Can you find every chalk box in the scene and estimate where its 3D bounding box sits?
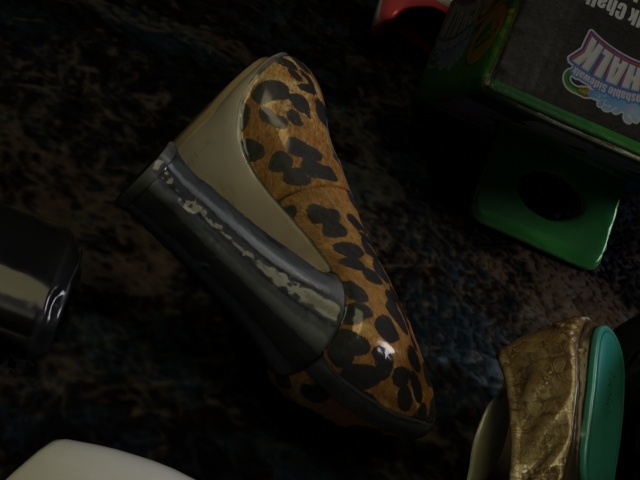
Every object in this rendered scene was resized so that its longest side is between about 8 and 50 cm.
[{"bbox_3d":[0.183,-0.130,1.010,0.180,0.289,0.179,23,-1,-10],"label":"chalk box"}]

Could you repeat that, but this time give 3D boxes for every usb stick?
[{"bbox_3d":[-0.240,-0.021,0.707,0.278,0.045,0.077,22,39,-10],"label":"usb stick"}]

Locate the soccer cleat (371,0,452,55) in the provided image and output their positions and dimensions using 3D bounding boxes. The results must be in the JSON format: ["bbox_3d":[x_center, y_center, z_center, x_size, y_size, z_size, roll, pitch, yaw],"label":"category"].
[{"bbox_3d":[0.152,-0.123,1.135,0.248,0.083,0.095,33,61,-1],"label":"soccer cleat"}]

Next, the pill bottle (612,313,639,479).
[{"bbox_3d":[0.226,0.109,0.740,0.123,0.122,0.219,0,16,-37],"label":"pill bottle"}]

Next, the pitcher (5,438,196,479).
[{"bbox_3d":[-0.033,0.161,0.546,0.207,0.125,0.178,41,12,3],"label":"pitcher"}]

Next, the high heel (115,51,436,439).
[{"bbox_3d":[0.000,0.000,0.847,0.186,0.093,0.261,44,22,-6],"label":"high heel"}]

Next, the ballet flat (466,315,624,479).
[{"bbox_3d":[0.097,0.128,0.717,0.073,0.067,0.206,53,37,-39],"label":"ballet flat"}]
